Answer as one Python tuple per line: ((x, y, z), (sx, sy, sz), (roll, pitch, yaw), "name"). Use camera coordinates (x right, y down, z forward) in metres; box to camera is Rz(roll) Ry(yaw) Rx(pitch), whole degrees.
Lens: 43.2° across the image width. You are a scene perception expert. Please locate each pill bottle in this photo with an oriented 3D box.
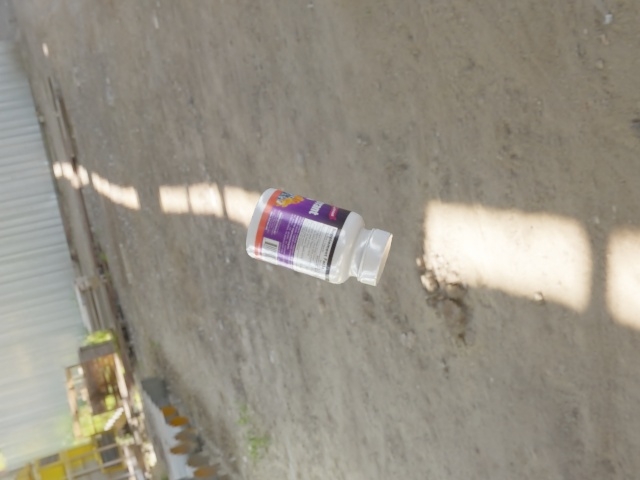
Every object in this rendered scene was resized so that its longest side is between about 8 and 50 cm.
((0.000, 0.000, 1.171), (0.108, 0.194, 0.108), (17, -90, -81), "pill bottle")
